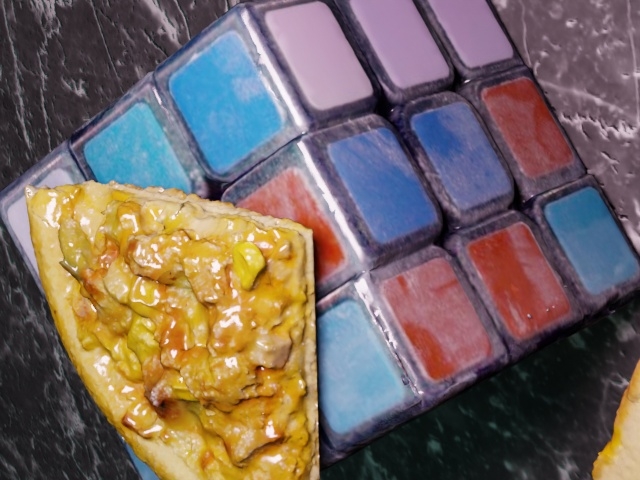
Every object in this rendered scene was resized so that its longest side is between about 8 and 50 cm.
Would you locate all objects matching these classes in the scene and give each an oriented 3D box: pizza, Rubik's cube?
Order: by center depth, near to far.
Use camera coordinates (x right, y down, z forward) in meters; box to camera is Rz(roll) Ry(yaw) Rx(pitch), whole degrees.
[{"bbox_3d":[-0.117,0.095,1.418,0.258,0.087,0.268,11,113,38],"label":"pizza"},{"bbox_3d":[0.000,0.000,1.571,0.363,0.362,0.359,-36,79,41],"label":"Rubik's cube"}]

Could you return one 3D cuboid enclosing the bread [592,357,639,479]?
[{"bbox_3d":[0.353,0.144,1.283,0.207,0.279,0.279,45,144,32],"label":"bread"}]
